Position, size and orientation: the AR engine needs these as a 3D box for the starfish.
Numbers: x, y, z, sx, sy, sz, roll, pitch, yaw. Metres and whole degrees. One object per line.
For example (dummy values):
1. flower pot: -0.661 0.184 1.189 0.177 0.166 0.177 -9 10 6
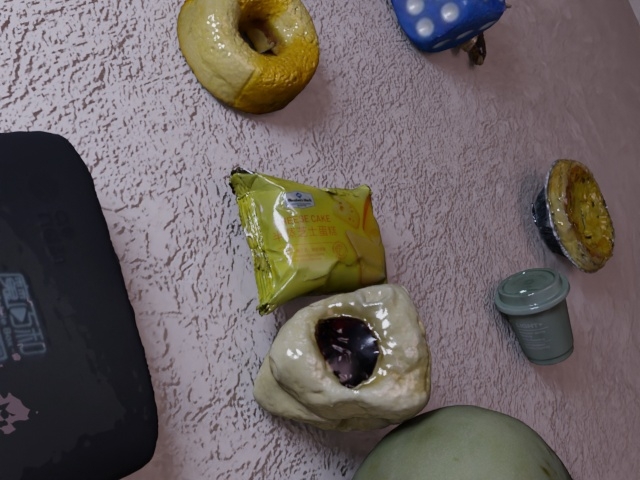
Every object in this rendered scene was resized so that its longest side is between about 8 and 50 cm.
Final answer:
1. starfish: 0.290 -0.447 1.318 0.216 0.071 0.238 12 76 -50

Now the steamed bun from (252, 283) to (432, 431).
1. steamed bun: 0.011 0.131 0.714 0.155 0.172 0.140 -2 64 -30

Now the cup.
1. cup: 0.355 0.125 1.113 0.120 0.120 0.141 -41 113 -48

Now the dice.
1. dice: 0.210 -0.405 1.146 0.146 0.147 0.143 -23 90 -49

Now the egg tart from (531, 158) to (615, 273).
1. egg tart: 0.482 -0.045 1.332 0.234 0.094 0.234 19 64 -43

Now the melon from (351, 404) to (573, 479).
1. melon: 0.140 0.307 0.693 0.271 0.272 0.308 48 48 -23

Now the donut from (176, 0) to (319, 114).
1. donut: -0.075 -0.242 0.823 0.190 0.075 0.174 -16 87 -49

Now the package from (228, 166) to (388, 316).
1. package: 0.000 0.000 0.791 0.226 0.090 0.168 0 72 -45

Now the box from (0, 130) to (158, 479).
1. box: -0.270 0.069 0.485 0.289 0.073 0.289 -14 85 -49
